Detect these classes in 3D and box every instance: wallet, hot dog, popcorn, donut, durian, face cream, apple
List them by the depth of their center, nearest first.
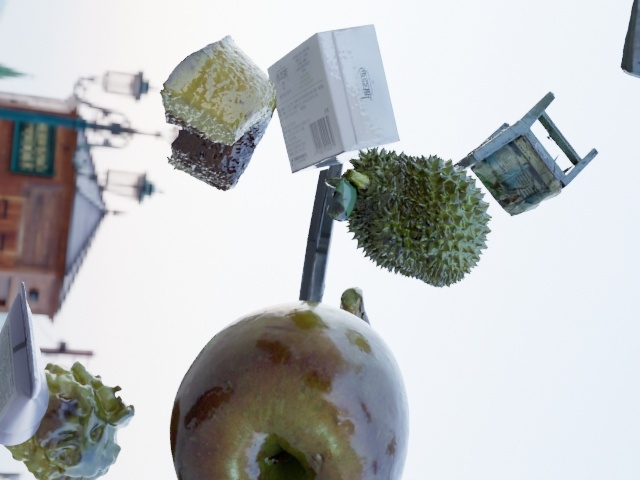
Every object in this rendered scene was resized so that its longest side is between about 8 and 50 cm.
[{"bbox_3d":[0.108,-0.033,1.260,0.146,0.198,0.159,-55,170,-11],"label":"durian"},{"bbox_3d":[-0.122,-0.169,1.427,0.151,0.112,0.295,-51,176,-17],"label":"donut"},{"bbox_3d":[-0.406,0.183,1.443,0.274,0.096,0.154,122,-38,-54],"label":"face cream"},{"bbox_3d":[-0.042,0.280,1.616,0.374,0.374,0.384,-131,-131,-66],"label":"apple"},{"bbox_3d":[-0.419,0.302,1.775,0.169,0.189,0.218,12,-41,46],"label":"popcorn"},{"bbox_3d":[0.674,-0.367,2.028,0.052,0.245,0.168,13,-86,63],"label":"wallet"},{"bbox_3d":[0.075,0.224,2.185,0.083,0.068,0.289,-120,-162,-59],"label":"hot dog"}]

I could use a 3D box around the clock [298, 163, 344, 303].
[{"bbox_3d":[-0.001,0.000,2.015,0.279,0.049,0.273,99,1,-45],"label":"clock"}]

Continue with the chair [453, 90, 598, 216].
[{"bbox_3d":[0.316,-0.113,1.769,0.147,0.270,0.136,53,-42,-2],"label":"chair"}]

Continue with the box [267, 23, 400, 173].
[{"bbox_3d":[0.016,-0.227,1.775,0.260,0.111,0.194,171,-94,-71],"label":"box"}]
